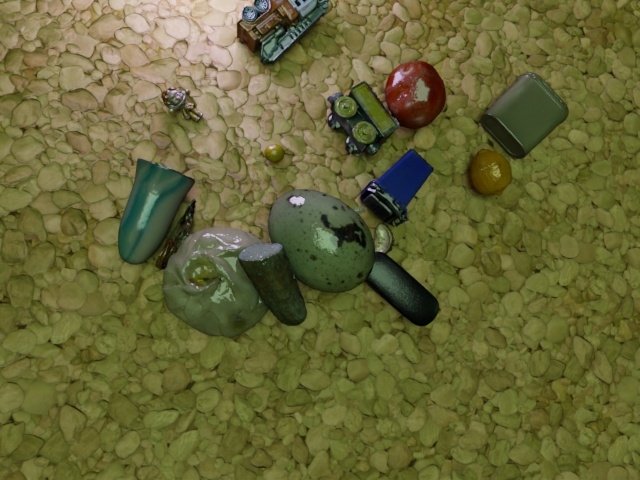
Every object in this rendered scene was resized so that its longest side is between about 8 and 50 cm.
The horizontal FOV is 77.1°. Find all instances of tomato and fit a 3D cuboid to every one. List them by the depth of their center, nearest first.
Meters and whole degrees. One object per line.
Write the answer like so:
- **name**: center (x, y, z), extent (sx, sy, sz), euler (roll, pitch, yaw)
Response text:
- **tomato**: center (0.346, -0.513, 1.425), extent (0.232, 0.189, 0.231), euler (6, 82, -45)

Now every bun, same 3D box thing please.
- **bun**: center (-0.310, 0.126, 1.263), extent (0.366, 0.219, 0.364), euler (0, 88, -8)

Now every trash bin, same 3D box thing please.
- **trash bin**: center (0.278, -0.185, 1.414), extent (0.184, 0.162, 0.234), euler (43, 74, -2)
- **trash bin**: center (0.772, -0.474, 1.530), extent (0.247, 0.121, 0.243), euler (-43, 91, -8)

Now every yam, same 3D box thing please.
- **yam**: center (-0.124, 0.137, 1.200), extent (0.133, 0.133, 0.330), euler (-30, 126, -10)

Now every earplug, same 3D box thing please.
- **earplug**: center (-0.547, -0.077, 1.282), extent (0.185, 0.185, 0.323), euler (20, 86, -5)

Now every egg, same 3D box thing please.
- **egg**: center (0.000, 0.000, 1.286), extent (0.379, 0.287, 0.287), euler (40, 80, 8)

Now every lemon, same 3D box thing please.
- **lemon**: center (-0.164, -0.306, 1.411), extent (0.084, 0.062, 0.062), euler (-12, 85, -9)
- **lemon**: center (0.621, -0.252, 1.472), extent (0.142, 0.142, 0.186), euler (-14, 80, -9)

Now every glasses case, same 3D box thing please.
- **glasses case**: center (0.275, 0.169, 1.404), extent (0.321, 0.082, 0.122), euler (41, 79, -2)

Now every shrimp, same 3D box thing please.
- **shrimp**: center (-0.454, -0.020, 1.314), extent (0.066, 0.117, 0.261), euler (27, 76, -17)

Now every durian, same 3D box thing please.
- **durian**: center (0.230, 0.000, 1.433), extent (0.066, 0.052, 0.130), euler (5, 90, -10)

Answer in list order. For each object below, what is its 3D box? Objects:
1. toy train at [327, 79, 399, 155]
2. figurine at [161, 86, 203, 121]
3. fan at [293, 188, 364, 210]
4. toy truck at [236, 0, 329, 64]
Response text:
- **toy train**: center (0.142, -0.428, 1.434), extent (0.178, 0.134, 0.260), euler (-36, 89, -17)
- **figurine**: center (-0.476, -0.473, 1.390), extent (0.143, 0.068, 0.101), euler (11, 86, -19)
- **fan**: center (0.000, -0.097, 1.435), extent (0.330, 0.009, 0.190), euler (-5, 84, -8)
- **toy truck**: center (-0.126, -0.798, 1.441), extent (0.338, 0.133, 0.184), euler (-43, 100, -7)
